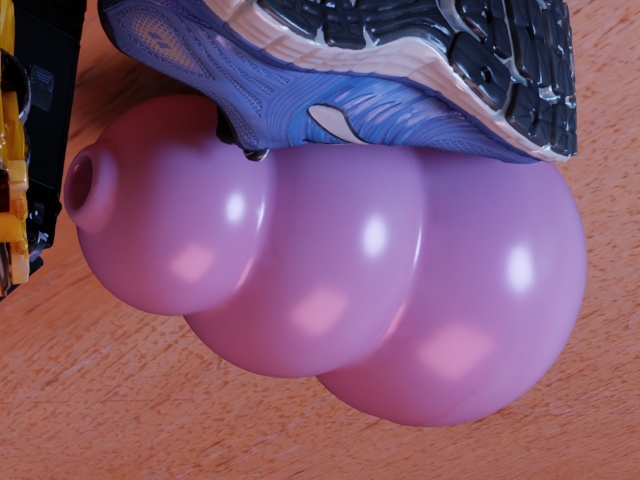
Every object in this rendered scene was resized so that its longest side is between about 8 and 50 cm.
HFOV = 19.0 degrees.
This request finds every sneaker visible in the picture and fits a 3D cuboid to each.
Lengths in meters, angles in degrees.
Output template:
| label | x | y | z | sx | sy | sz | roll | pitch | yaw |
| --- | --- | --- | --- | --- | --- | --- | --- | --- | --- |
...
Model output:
| label | x | y | z | sx | sy | sz | roll | pitch | yaw |
| --- | --- | --- | --- | --- | --- | --- | --- | --- | --- |
| sneaker | 0.018 | -0.111 | 1.045 | 0.147 | 0.129 | 0.330 | -17 | 155 | 42 |

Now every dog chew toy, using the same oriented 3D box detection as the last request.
| label | x | y | z | sx | sy | sz | roll | pitch | yaw |
| --- | --- | --- | --- | --- | --- | --- | --- | --- | --- |
| dog chew toy | 0.000 | 0.000 | 1.167 | 0.332 | 0.206 | 0.206 | 12 | 146 | -32 |

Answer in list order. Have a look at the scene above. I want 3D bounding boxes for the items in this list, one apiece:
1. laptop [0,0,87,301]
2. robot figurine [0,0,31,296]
| label | x | y | z | sx | sy | sz | roll | pitch | yaw |
| --- | --- | --- | --- | --- | --- | --- | --- | --- | --- |
| laptop | -0.242 | -0.054 | 0.892 | 0.137 | 0.264 | 0.234 | -3 | 165 | 32 |
| robot figurine | -0.155 | -0.104 | 0.720 | 0.085 | 0.291 | 0.211 | -2 | 154 | -9 |
